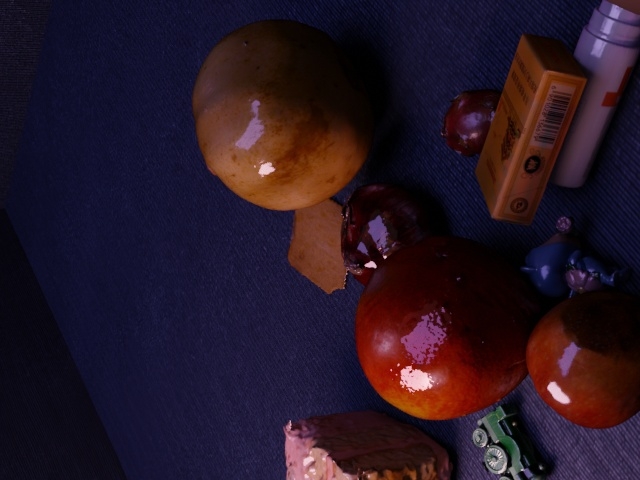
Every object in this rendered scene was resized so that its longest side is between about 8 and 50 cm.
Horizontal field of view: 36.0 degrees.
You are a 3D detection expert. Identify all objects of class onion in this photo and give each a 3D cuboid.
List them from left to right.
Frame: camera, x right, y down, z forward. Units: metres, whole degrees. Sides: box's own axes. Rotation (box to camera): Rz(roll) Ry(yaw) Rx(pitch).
[{"bbox_3d":[0.116,0.008,2.063,0.272,0.195,0.272,31,131,44],"label":"onion"}]

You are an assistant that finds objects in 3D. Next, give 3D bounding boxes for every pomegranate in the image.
[{"bbox_3d":[-0.091,-0.260,2.091,0.416,0.416,0.417,16,110,51],"label":"pomegranate"}]

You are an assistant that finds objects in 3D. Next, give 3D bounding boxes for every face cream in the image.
[{"bbox_3d":[0.452,-0.257,1.628,0.102,0.102,0.345,45,131,39],"label":"face cream"}]

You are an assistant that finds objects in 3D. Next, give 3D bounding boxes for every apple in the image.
[{"bbox_3d":[0.458,0.187,1.615,0.230,0.230,0.230,16,110,51],"label":"apple"}]

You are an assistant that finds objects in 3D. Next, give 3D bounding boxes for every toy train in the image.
[{"bbox_3d":[0.370,0.410,1.911,0.104,0.071,0.178,-47,58,35],"label":"toy train"}]

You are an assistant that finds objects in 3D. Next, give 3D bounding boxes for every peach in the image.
[{"bbox_3d":[0.232,0.148,1.797,0.370,0.370,0.370,16,110,51],"label":"peach"}]

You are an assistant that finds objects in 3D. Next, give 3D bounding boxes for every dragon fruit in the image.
[{"bbox_3d":[0.328,-0.221,1.808,0.246,0.125,0.125,2,77,38],"label":"dragon fruit"}]

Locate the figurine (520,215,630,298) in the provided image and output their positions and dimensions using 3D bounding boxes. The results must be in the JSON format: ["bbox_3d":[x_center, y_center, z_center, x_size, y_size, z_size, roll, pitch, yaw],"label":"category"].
[{"bbox_3d":[0.444,0.033,1.710,0.178,0.114,0.144,9,89,41],"label":"figurine"}]

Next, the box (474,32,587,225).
[{"bbox_3d":[0.346,-0.187,1.655,0.174,0.076,0.274,-92,14,-59],"label":"box"}]

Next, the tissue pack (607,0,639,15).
[{"bbox_3d":[0.410,-0.521,1.439,0.267,0.277,0.387,-50,52,8],"label":"tissue pack"}]

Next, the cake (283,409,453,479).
[{"bbox_3d":[0.099,0.555,2.127,0.307,0.293,0.314,20,109,56],"label":"cake"}]

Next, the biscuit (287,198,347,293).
[{"bbox_3d":[0.000,0.000,2.368,0.237,0.013,0.232,36,124,45],"label":"biscuit"}]
